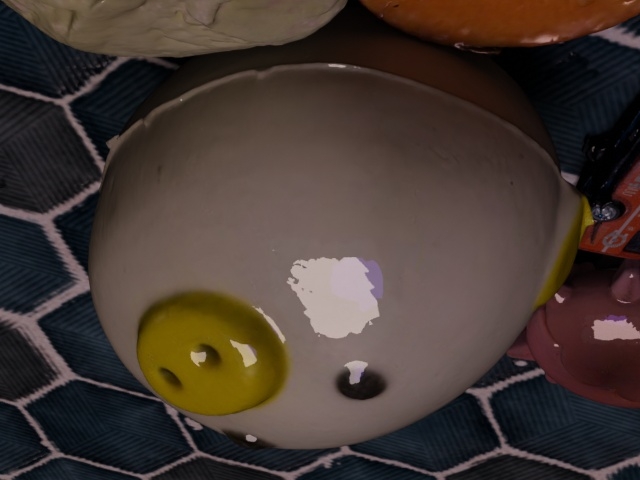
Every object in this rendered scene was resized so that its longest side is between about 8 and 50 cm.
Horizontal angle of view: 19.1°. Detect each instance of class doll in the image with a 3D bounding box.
[{"bbox_3d":[0.254,0.080,1.635,0.262,0.093,0.211,31,143,-27],"label":"doll"}]

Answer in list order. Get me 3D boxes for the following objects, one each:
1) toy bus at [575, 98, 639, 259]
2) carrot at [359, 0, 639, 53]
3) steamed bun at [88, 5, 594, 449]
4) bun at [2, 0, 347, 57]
[{"bbox_3d":[0.266,-0.068,1.451,0.096,0.073,0.235,11,146,-16],"label":"toy bus"},{"bbox_3d":[0.152,-0.237,1.218,0.307,0.100,0.258,-21,136,34],"label":"carrot"},{"bbox_3d":[0.001,-0.006,1.400,0.334,0.334,0.374,28,147,-23],"label":"steamed bun"},{"bbox_3d":[-0.120,-0.244,1.122,0.361,0.213,0.361,26,140,23],"label":"bun"}]
